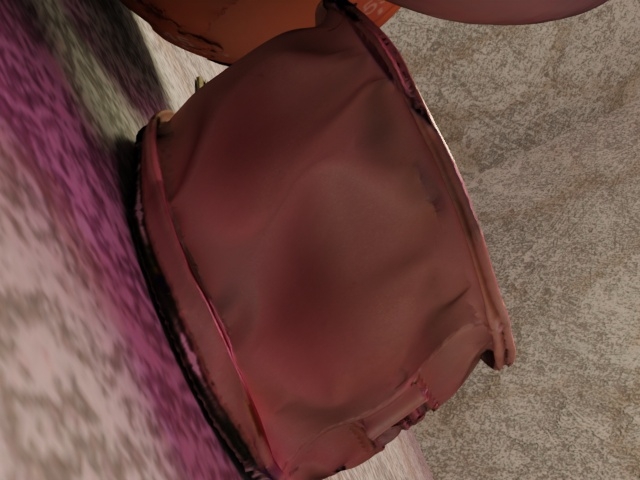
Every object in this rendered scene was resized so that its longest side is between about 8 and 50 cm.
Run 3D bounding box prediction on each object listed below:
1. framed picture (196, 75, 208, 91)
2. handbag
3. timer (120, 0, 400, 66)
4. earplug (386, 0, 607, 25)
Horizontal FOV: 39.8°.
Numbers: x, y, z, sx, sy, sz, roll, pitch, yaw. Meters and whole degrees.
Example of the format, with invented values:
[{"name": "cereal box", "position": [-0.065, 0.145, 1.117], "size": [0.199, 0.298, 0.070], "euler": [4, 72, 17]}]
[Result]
[{"name": "framed picture", "position": [-0.071, -0.060, 0.829], "size": [0.142, 0.011, 0.183], "euler": [-110, 175, -68]}, {"name": "handbag", "position": [-0.002, 0.000, 0.395], "size": [0.205, 0.116, 0.179], "euler": [-113, 178, -55]}, {"name": "timer", "position": [-0.035, -0.220, 0.532], "size": [0.230, 0.229, 0.215], "euler": [65, 11, 8]}, {"name": "earplug", "position": [0.036, -0.167, 0.363], "size": [0.301, 0.172, 0.172], "euler": [12, 42, -41]}]
